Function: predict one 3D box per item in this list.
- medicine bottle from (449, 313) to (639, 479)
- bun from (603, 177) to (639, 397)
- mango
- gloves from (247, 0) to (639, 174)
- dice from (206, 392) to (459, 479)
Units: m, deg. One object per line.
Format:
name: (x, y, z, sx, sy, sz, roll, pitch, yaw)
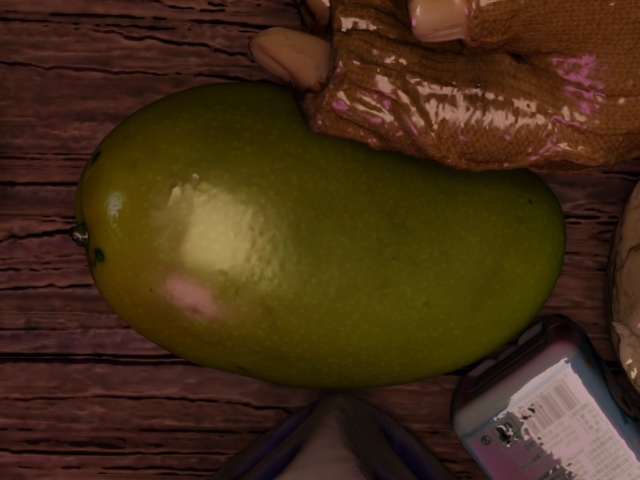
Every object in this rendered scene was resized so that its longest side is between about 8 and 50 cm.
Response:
medicine bottle: (0.165, 0.146, 1.000, 0.094, 0.119, 0.188, -37, 92, 9)
bun: (0.274, 0.028, 0.990, 0.210, 0.116, 0.237, 19, 94, 1)
mango: (0.000, 0.000, 0.991, 0.293, 0.143, 0.175, 8, 88, -9)
gloves: (0.137, -0.114, 0.942, 0.356, 0.203, 0.155, 1, 98, -5)
dice: (-0.003, 0.261, 0.957, 0.259, 0.243, 0.251, -41, 91, 7)
